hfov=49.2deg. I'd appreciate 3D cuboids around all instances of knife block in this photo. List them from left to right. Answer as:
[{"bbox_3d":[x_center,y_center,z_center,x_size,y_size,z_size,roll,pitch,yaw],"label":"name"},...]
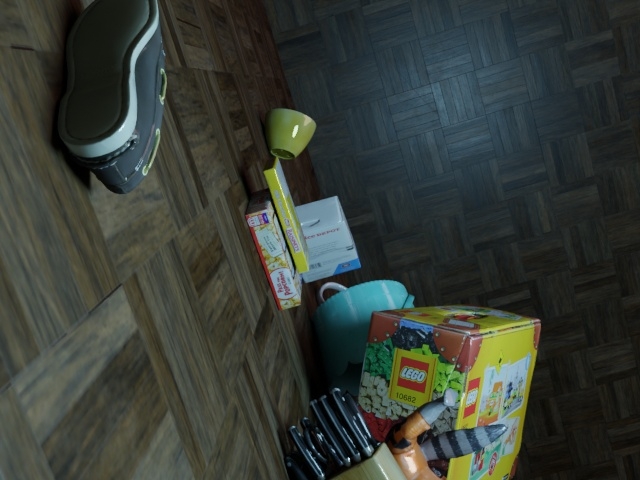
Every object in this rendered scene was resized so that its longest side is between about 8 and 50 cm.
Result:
[{"bbox_3d":[0.081,0.344,0.984,0.088,0.276,0.242,8,95,-74],"label":"knife block"}]

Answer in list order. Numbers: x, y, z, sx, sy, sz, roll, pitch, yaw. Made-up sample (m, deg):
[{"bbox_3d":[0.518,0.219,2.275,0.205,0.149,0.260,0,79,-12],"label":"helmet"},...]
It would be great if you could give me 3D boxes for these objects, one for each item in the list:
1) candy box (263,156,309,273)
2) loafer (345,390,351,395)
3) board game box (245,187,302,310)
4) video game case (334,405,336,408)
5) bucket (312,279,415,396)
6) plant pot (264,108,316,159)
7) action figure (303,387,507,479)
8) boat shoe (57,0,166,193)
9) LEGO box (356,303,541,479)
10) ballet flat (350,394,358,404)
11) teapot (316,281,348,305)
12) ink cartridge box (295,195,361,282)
[{"bbox_3d":[-0.061,-0.049,1.311,0.105,0.027,0.205,-98,170,-73],"label":"candy box"},{"bbox_3d":[0.116,0.436,2.004,0.267,0.096,0.084,52,41,-59],"label":"loafer"},{"bbox_3d":[-0.083,0.012,1.309,0.146,0.045,0.193,-90,163,-71],"label":"board game box"},{"bbox_3d":[0.061,0.476,1.579,0.157,0.019,0.143,-98,170,-54],"label":"video game case"},{"bbox_3d":[0.120,0.230,1.640,0.281,0.281,0.183,64,6,-62],"label":"bucket"},{"bbox_3d":[-0.086,-0.263,1.786,0.134,0.134,0.095,59,41,-70],"label":"plant pot"},{"bbox_3d":[0.147,0.404,1.115,0.178,0.330,0.341,-34,94,-49],"label":"action figure"},{"bbox_3d":[-0.177,-0.140,0.618,0.068,0.081,0.227,72,12,-50],"label":"boat shoe"},{"bbox_3d":[0.266,0.331,1.415,0.500,0.193,0.372,7,93,-59],"label":"LEGO box"},{"bbox_3d":[0.111,0.497,1.788,0.206,0.073,0.067,71,19,3],"label":"ballet flat"},{"bbox_3d":[0.121,0.243,1.869,0.187,0.256,0.252,-9,99,-44],"label":"teapot"},{"bbox_3d":[0.000,0.000,1.658,0.203,0.148,0.085,68,9,-52],"label":"ink cartridge box"}]
